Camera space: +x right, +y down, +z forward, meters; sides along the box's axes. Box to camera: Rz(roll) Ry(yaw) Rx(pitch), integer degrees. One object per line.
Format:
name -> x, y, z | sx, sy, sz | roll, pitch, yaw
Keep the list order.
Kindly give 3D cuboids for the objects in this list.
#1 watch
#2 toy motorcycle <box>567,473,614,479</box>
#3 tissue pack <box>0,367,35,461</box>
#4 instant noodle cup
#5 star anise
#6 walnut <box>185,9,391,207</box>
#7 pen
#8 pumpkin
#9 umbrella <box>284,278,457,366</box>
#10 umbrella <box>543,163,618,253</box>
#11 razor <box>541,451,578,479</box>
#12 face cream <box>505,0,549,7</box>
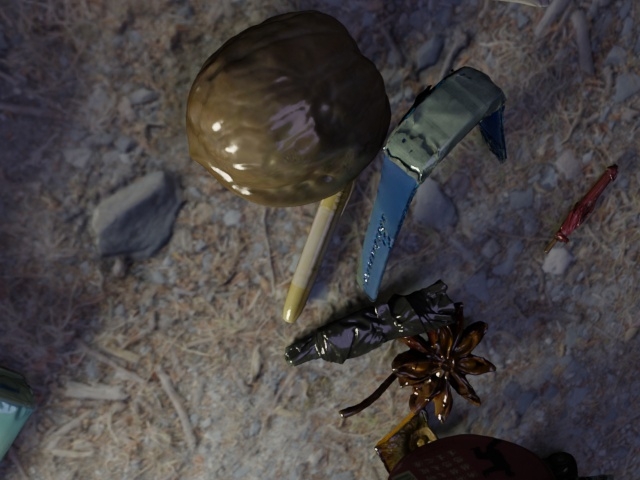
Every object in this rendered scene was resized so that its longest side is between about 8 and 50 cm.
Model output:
watch -> 0.117, -0.065, 1.001 | 0.276, 0.068, 0.274 | -48, 163, -2
toy motorcycle -> 0.333, 0.408, 1.311 | 0.271, 0.106, 0.159 | -14, 111, 18
tissue pack -> -0.463, 0.252, 0.935 | 0.177, 0.089, 0.263 | 29, 98, -30
instant noodle cup -> 0.216, 0.411, 1.169 | 0.235, 0.235, 0.178 | -15, 113, -18
star anise -> 0.142, 0.168, 1.174 | 0.234, 0.073, 0.177 | 8, 91, -29
walnut -> -0.039, -0.136, 0.897 | 0.224, 0.224, 0.224 | -9, 113, -21
pen -> 0.000, 0.000, 1.073 | 0.040, 0.032, 0.233 | 3, 113, -50
pumpkin -> 0.129, 0.302, 1.249 | 0.101, 0.035, 0.073 | -36, 110, -12
umbrella -> 0.065, 0.120, 1.113 | 0.236, 0.059, 0.066 | -21, 92, -2
umbrella -> 0.385, -0.045, 1.227 | 0.027, 0.025, 0.165 | 38, 91, -9
razor -> 0.391, 0.432, 1.404 | 0.090, 0.054, 0.148 | -15, 115, -14
face cream -> 0.185, -0.327, 1.010 | 0.244, 0.058, 0.092 | -10, 109, -27
